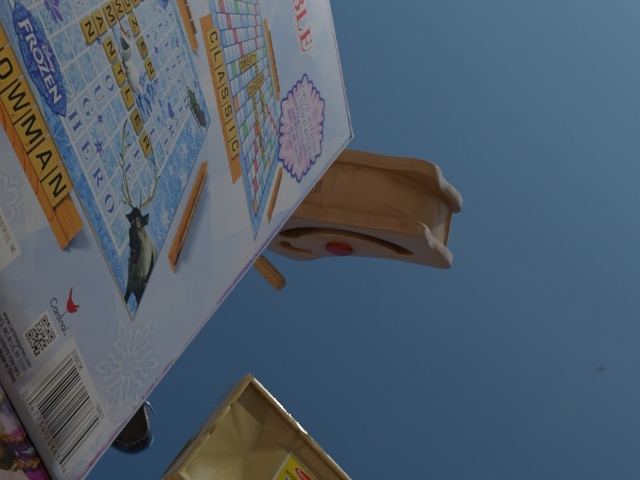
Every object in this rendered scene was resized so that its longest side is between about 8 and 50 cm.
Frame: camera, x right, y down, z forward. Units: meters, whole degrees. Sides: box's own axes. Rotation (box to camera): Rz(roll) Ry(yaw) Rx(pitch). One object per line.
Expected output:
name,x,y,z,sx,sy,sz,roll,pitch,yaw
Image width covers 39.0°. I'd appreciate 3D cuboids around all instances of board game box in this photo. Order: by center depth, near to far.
board game box,-0.097,-0.105,0.418,0.066,0.319,0.318,9,-141,26

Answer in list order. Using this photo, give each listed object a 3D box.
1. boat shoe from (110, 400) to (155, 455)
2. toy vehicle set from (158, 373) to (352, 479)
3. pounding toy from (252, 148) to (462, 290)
boat shoe,-0.350,0.225,1.441,0.109,0.089,0.258,-26,-122,-27
toy vehicle set,-0.038,0.298,1.008,0.267,0.035,0.166,48,-139,-7
pounding toy,0.000,0.000,0.924,0.269,0.154,0.155,9,-108,11
